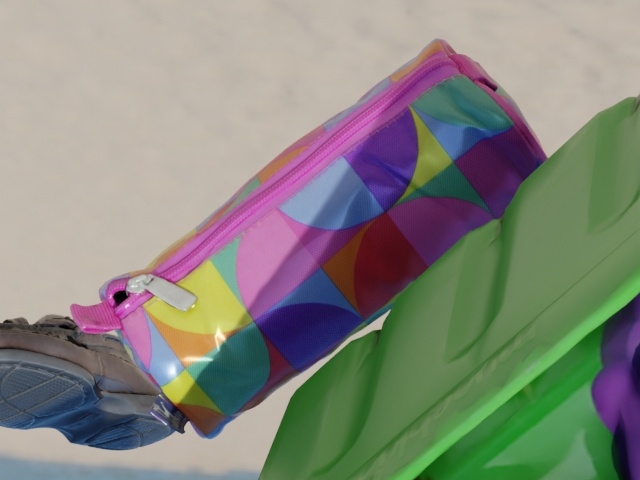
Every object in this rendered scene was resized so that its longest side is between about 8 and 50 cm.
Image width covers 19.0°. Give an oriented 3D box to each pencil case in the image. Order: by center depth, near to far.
[{"bbox_3d":[0.000,0.000,0.942,0.236,0.104,0.104,-37,165,0],"label":"pencil case"}]

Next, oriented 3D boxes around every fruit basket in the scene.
[{"bbox_3d":[0.150,0.148,0.689,0.283,0.392,0.392,31,158,-24],"label":"fruit basket"}]

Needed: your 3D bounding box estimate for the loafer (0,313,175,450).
[{"bbox_3d":[-0.226,0.109,1.640,0.109,0.095,0.302,-23,155,18],"label":"loafer"}]
